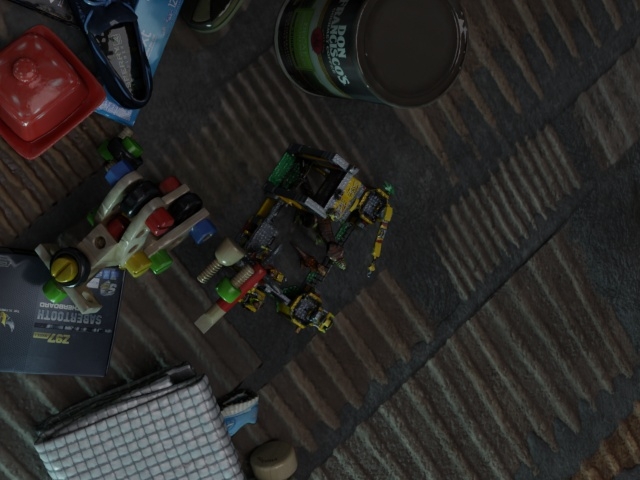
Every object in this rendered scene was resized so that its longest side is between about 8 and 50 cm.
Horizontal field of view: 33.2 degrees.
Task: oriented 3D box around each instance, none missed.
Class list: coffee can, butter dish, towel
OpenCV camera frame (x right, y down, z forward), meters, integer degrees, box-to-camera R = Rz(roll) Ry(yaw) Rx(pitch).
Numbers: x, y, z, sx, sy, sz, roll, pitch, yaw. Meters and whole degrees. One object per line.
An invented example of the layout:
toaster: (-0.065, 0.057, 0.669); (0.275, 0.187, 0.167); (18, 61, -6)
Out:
coffee can: (0.074, -0.319, 1.708); (0.202, 0.275, 0.201); (-6, 103, -27)
butter dish: (-0.413, -0.227, 1.532); (0.160, 0.118, 0.160); (-42, 86, -12)
towel: (-0.279, 0.342, 1.715); (0.284, 0.121, 0.235); (-23, 104, -5)

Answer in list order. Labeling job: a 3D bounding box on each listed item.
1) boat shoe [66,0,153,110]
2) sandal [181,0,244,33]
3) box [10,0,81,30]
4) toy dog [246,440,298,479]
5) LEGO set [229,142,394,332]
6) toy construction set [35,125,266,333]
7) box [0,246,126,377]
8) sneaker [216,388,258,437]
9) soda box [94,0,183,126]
boat shoe: (-0.291, -0.315, 1.539); (0.109, 0.089, 0.258); (-31, 110, -16)
sandal: (-0.106, -0.441, 1.695); (0.303, 0.120, 0.086); (-52, 146, -8)
box: (-0.403, -0.484, 1.533); (0.293, 0.073, 0.295); (18, 92, -29)
toy dog: (-0.140, 0.493, 1.828); (0.334, 0.161, 0.220); (-43, 117, -14)
LEGO set: (0.000, 0.000, 1.782); (0.331, 0.192, 0.255); (-50, 118, -10)
toy construction set: (-0.269, 0.031, 1.601); (0.309, 0.257, 0.237); (43, 97, -14)
box: (-0.429, 0.111, 1.651); (0.233, 0.059, 0.183); (9, 97, -30)
sneaker: (-0.173, 0.315, 1.831); (0.162, 0.063, 0.073); (-18, 112, -24)
soda box: (-0.286, -0.284, 1.638); (0.067, 0.071, 0.210); (23, 89, -28)
